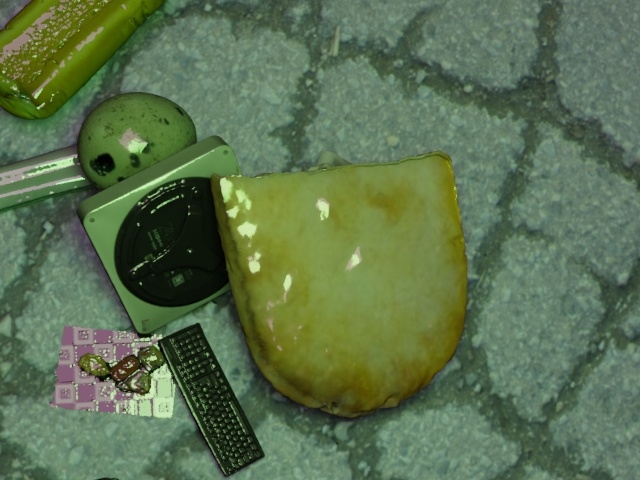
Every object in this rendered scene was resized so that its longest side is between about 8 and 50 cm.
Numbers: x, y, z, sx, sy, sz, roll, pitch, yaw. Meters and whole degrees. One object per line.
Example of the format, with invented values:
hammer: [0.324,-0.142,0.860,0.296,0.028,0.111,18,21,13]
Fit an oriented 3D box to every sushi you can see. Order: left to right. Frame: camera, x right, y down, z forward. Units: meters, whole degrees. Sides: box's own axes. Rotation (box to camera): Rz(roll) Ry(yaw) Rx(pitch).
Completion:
sushi: [-0.335,0.212,1.716,0.201,0.031,0.139,6,76,-7]

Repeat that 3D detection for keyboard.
keyboard: [-0.181,0.260,1.725,0.087,0.017,0.250,-22,81,-30]

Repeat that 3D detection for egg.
egg: [-0.294,-0.159,1.729,0.177,0.177,0.228,47,36,4]

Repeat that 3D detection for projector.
projector: [-0.223,-0.003,1.683,0.259,0.257,0.079,-28,38,-13]

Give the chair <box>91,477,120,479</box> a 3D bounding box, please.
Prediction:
chair: [-0.413,0.443,1.598,0.221,0.140,0.145,-4,77,-8]

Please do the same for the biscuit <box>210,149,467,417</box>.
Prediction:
biscuit: [0.059,0.063,1.721,0.429,0.104,0.446,-16,98,-27]

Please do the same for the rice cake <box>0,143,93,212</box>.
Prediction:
rice cake: [-0.468,-0.106,1.766,0.222,0.042,0.080,-17,85,-12]

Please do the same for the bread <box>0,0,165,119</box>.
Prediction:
bread: [-0.414,-0.364,1.797,0.166,0.112,0.383,39,74,4]

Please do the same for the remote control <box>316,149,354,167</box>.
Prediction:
remote control: [0.000,0.000,1.793,0.109,0.055,0.313,28,73,-18]
